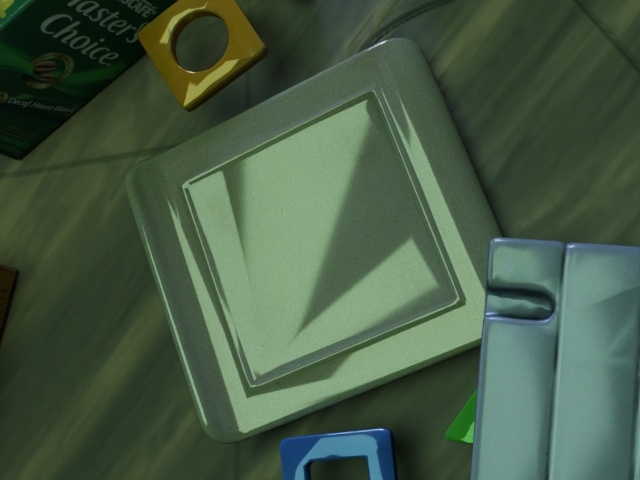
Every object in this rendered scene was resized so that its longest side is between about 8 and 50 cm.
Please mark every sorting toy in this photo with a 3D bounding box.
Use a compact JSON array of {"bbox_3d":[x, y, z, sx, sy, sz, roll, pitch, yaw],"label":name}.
[{"bbox_3d":[0.000,0.000,0.567,0.196,0.047,0.348,-23,75,12],"label":"sorting toy"}]

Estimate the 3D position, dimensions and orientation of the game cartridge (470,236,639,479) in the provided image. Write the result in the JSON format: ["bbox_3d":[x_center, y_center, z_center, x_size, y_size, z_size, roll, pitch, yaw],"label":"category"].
[{"bbox_3d":[0.177,0.182,0.437,0.230,0.068,0.355,5,84,11],"label":"game cartridge"}]

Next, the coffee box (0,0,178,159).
[{"bbox_3d":[-0.175,-0.132,0.628,0.184,0.113,0.040,-36,68,13],"label":"coffee box"}]

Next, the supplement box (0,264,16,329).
[{"bbox_3d":[-0.282,0.118,0.654,0.078,0.080,0.233,14,89,24],"label":"supplement box"}]
